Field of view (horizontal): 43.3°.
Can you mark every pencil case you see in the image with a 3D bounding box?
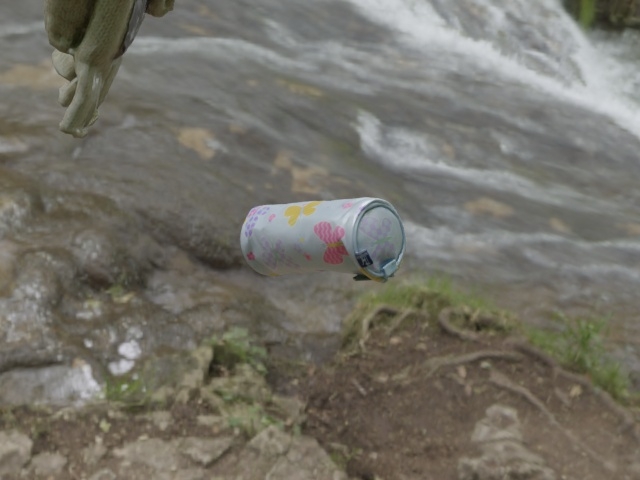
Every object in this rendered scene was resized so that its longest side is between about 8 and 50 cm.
[{"bbox_3d":[0.000,0.000,1.223,0.273,0.124,0.113,1,40,45],"label":"pencil case"}]

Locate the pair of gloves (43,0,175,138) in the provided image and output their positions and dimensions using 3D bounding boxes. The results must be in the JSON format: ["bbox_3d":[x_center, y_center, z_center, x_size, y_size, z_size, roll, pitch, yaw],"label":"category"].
[{"bbox_3d":[-0.067,-0.165,0.382,0.042,0.204,0.240,26,20,-14],"label":"pair of gloves"}]
